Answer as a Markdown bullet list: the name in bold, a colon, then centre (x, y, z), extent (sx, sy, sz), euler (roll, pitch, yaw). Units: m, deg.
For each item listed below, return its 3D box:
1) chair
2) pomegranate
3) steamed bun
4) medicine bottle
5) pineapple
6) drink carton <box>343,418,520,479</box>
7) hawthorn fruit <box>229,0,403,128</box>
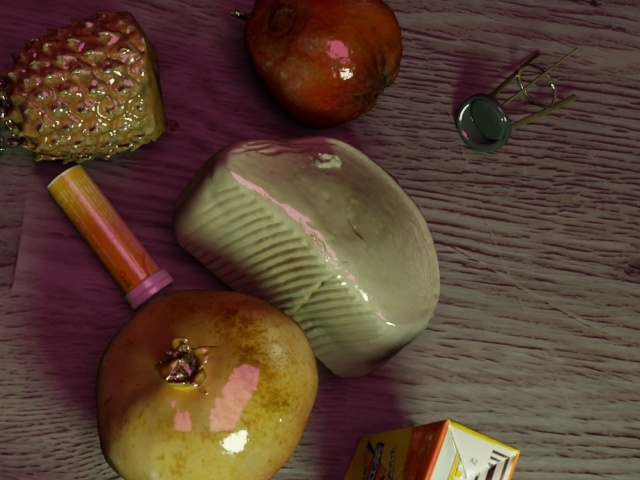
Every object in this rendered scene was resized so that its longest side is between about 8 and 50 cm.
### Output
- **chair**: centre (0.324, -0.235, 1.892), extent (0.222, 0.095, 0.104), euler (-36, 77, -20)
- **pomegranate**: centre (-0.152, 0.199, 1.529), extent (0.319, 0.319, 0.319), euler (4, 76, -16)
- **steamed bun**: centre (-0.001, -0.005, 1.670), extent (0.383, 0.247, 0.236), euler (40, 50, -4)
- **medicine bottle**: centre (-0.302, -0.005, 1.666), extent (0.074, 0.074, 0.218), euler (-37, 88, -21)
- **pineapple**: centre (-0.397, -0.195, 1.634), extent (0.362, 0.202, 0.202), euler (-14, 81, -6)
- **drink carton**: centre (0.124, 0.337, 1.560), extent (0.111, 0.351, 0.154), euler (26, 71, -10)
- **hawthorn fruit**: centre (-0.012, -0.294, 1.750), extent (0.261, 0.224, 0.224), euler (32, 70, 6)
